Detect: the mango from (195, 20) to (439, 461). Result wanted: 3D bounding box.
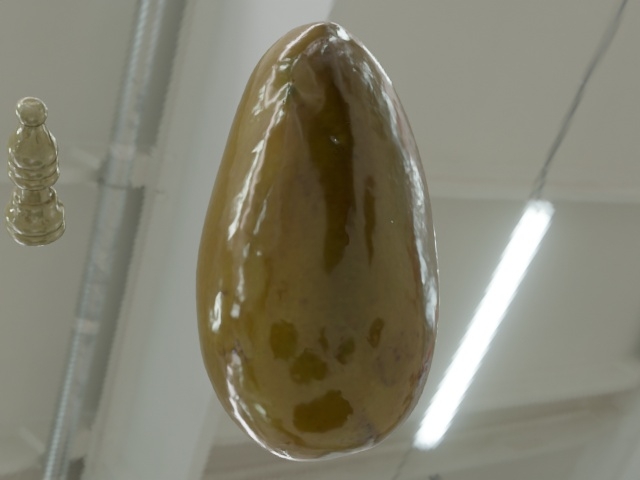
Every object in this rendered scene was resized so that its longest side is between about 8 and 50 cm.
[{"bbox_3d":[0.000,0.000,1.180,0.300,0.232,0.446,15,-108,-62],"label":"mango"}]

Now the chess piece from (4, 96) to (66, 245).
[{"bbox_3d":[-0.159,-0.041,0.638,0.035,0.035,0.092,-21,-37,-29],"label":"chess piece"}]
